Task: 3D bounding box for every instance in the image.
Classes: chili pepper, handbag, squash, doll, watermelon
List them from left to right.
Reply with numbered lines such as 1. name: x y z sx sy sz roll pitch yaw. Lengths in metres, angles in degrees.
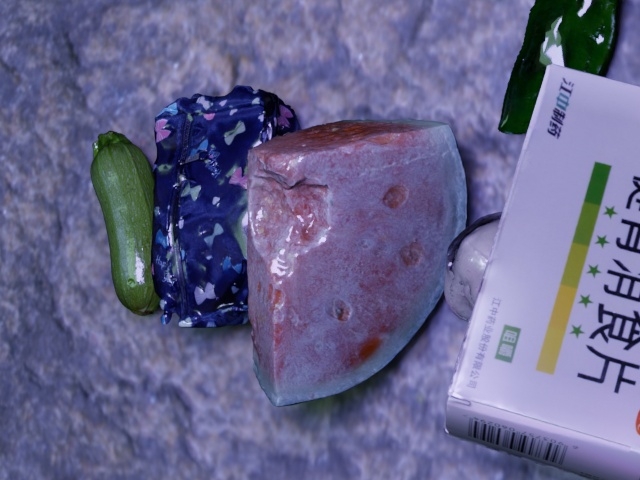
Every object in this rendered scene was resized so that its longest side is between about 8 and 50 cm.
1. squash: -0.212 -0.022 1.673 0.077 0.068 0.219 -27 70 32
2. handbag: -0.104 -0.036 1.585 0.162 0.113 0.260 -4 81 25
3. watermelon: 0.000 0.000 1.465 0.318 0.226 0.148 -58 32 0
4. doll: 0.202 0.052 1.391 0.192 0.095 0.149 40 92 26
5. chili pepper: 0.231 -0.186 1.425 0.098 0.061 0.224 11 88 25

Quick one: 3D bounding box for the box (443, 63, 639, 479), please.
1. box: 0.233 0.027 1.268 0.173 0.145 0.332 16 71 9
